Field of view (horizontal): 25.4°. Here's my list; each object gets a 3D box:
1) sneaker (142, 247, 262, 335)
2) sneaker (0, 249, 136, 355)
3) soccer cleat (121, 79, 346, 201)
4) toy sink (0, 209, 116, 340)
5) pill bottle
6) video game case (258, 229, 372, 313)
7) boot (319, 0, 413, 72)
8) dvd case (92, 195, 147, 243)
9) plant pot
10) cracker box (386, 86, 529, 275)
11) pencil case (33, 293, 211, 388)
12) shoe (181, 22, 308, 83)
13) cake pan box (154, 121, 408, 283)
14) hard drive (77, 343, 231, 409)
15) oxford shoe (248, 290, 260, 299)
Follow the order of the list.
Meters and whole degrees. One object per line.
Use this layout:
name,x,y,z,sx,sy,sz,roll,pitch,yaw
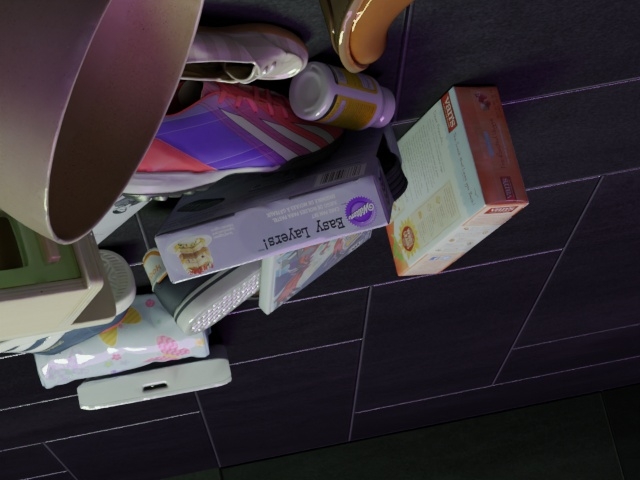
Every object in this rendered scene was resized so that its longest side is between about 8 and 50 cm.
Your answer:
sneaker,-0.083,-0.010,1.844,0.321,0.127,0.126,-31,160,-30
sneaker,-0.426,0.113,1.941,0.350,0.131,0.148,-8,157,-12
soccer cleat,-0.094,-0.127,1.519,0.318,0.116,0.109,-15,-156,-39
toy sink,-0.329,0.016,1.575,0.234,0.152,0.131,-7,157,-34
pill bottle,0.027,-0.155,1.554,0.116,0.065,0.065,8,153,-45
video game case,0.000,0.000,1.800,0.183,0.023,0.201,-37,163,-18
boot,0.100,-0.260,1.272,0.220,0.109,0.283,-17,154,3
dvd case,-0.310,-0.043,1.725,0.179,0.029,0.239,2,157,-37
plant pot,-0.232,-0.163,1.126,0.191,0.284,0.284,23,161,5
cracker box,0.154,-0.069,1.742,0.067,0.155,0.232,-3,160,-25
pencil case,-0.302,0.146,2.143,0.273,0.113,0.124,-11,151,-5
shoe,-0.103,-0.179,1.411,0.219,0.058,0.076,3,156,-37
cake pan box,-0.036,-0.053,1.621,0.267,0.070,0.245,-16,-162,11
hard drive,-0.265,0.220,2.317,0.233,0.047,0.353,-10,180,-5
oxford shoe,-0.098,0.028,1.986,0.096,0.082,0.227,-29,157,30
